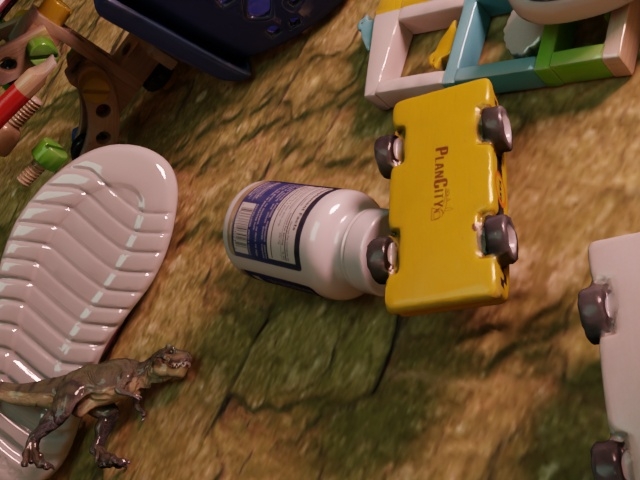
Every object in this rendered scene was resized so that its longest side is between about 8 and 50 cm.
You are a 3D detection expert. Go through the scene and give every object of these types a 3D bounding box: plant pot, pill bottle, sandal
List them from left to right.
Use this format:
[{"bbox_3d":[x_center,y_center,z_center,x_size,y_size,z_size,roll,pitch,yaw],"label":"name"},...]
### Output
[{"bbox_3d":[-0.299,0.078,0.913,0.102,0.169,0.416,133,162,-85],"label":"sandal"},{"bbox_3d":[-0.129,-0.336,0.892,0.212,0.236,0.236,-42,43,30],"label":"plant pot"},{"bbox_3d":[0.000,0.000,0.672,0.169,0.094,0.094,11,77,47],"label":"pill bottle"}]

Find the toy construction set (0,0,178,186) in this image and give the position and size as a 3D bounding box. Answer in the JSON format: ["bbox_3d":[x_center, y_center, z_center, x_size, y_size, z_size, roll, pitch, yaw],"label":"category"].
[{"bbox_3d":[-0.304,-0.217,0.966,0.237,0.257,0.309,-42,20,9],"label":"toy construction set"}]

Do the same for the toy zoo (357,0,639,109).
[{"bbox_3d":[0.146,-0.217,0.695,0.293,0.030,0.192,2,70,45],"label":"toy zoo"}]

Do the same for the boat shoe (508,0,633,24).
[{"bbox_3d":[0.254,-0.268,0.535,0.302,0.094,0.109,-33,56,17],"label":"boat shoe"}]

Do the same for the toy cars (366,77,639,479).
[{"bbox_3d":[0.155,0.034,0.510,0.176,0.087,0.394,-45,47,1],"label":"toy cars"}]

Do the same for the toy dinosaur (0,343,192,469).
[{"bbox_3d":[-0.253,0.178,0.813,0.268,0.064,0.118,-8,65,9],"label":"toy dinosaur"}]

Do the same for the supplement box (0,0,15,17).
[{"bbox_3d":[-0.345,-0.321,0.868,0.130,0.073,0.239,-11,45,55],"label":"supplement box"}]
